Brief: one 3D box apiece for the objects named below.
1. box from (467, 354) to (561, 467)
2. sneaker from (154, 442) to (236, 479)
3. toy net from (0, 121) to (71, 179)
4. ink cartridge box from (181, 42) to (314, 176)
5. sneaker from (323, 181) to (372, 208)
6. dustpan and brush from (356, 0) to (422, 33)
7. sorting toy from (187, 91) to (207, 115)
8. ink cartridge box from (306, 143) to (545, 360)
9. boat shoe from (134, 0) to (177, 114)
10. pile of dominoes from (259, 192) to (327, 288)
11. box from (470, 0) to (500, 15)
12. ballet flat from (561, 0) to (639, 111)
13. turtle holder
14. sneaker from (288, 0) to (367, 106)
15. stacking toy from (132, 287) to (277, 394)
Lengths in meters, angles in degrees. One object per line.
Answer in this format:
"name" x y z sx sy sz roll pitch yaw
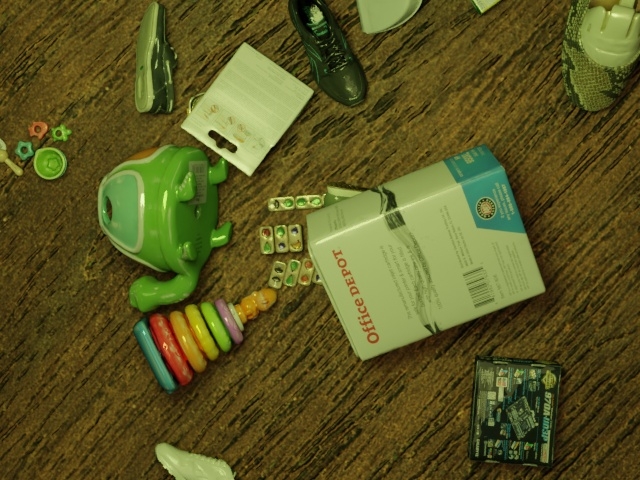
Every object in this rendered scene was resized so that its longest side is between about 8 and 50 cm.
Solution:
"box" 0.404 0.358 1.874 0.175 0.051 0.220 3 95 4
"sneaker" -0.251 0.501 1.929 0.235 0.090 0.095 38 84 -3
"toy net" -0.652 -0.196 1.912 0.232 0.045 0.122 3 95 4
"ink cartridge box" -0.149 -0.267 1.841 0.181 0.056 0.225 36 85 0
"sneaker" 0.097 -0.061 1.850 0.192 0.064 0.086 11 107 -8
"dustpan and brush" 0.175 -0.501 1.791 0.211 0.060 0.147 2 115 36
"sorting toy" -0.260 -0.268 1.861 0.045 0.075 0.083 -1 94 4
"ink cartridge box" 0.201 0.024 1.767 0.395 0.166 0.285 -21 113 5
"boat shoe" -0.340 -0.379 1.869 0.079 0.084 0.233 2 88 -34
"pile of dominoes" 0.000 0.000 1.882 0.251 0.040 0.196 -4 94 5
"box" 0.370 -0.552 1.807 0.179 0.043 0.105 -34 91 9
"ballet flat" 0.587 -0.493 1.725 0.164 0.182 0.483 16 96 2
"turtle holder" -0.319 -0.039 1.826 0.227 0.243 0.320 5 127 17
"sneaker" 0.007 -0.393 1.817 0.101 0.106 0.267 -30 93 5
"stacking toy" -0.224 0.182 1.875 0.302 0.175 0.166 -27 93 -8
